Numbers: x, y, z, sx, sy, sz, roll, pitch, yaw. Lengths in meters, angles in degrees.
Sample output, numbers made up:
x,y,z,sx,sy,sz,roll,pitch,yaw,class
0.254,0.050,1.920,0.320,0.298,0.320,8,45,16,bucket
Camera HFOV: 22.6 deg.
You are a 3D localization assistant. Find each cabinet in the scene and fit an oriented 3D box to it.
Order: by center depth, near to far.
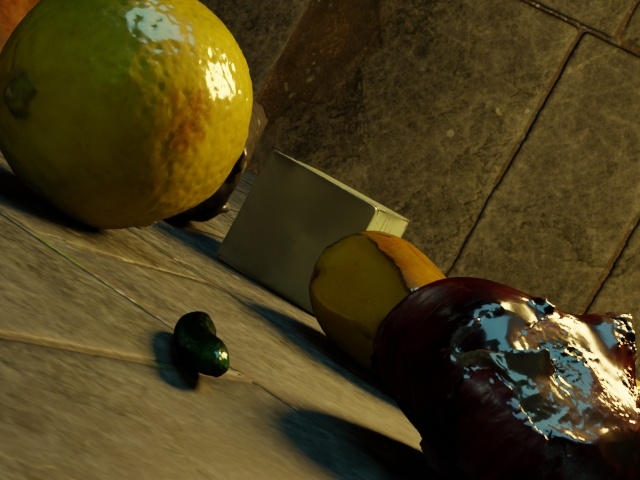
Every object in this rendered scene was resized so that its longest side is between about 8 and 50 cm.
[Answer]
x,y,z,sx,sy,sz,roll,pitch,yaw,class
0.000,0.000,1.933,0.150,0.145,0.206,29,4,16,cabinet

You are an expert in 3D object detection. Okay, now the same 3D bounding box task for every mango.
x,y,z,sx,sy,sz,roll,pitch,yaw,class
0.087,0.085,1.625,0.167,0.130,0.262,33,8,-31,mango

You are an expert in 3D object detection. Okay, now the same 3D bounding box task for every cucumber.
x,y,z,sx,sy,sz,roll,pitch,yaw,class
-0.090,0.075,1.169,0.036,0.033,0.184,7,6,-10,cucumber

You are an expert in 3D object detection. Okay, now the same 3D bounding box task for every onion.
x,y,z,sx,sy,sz,roll,pitch,yaw,class
0.171,0.125,1.237,0.272,0.195,0.272,42,1,-1,onion

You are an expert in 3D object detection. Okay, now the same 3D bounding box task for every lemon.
x,y,z,sx,sy,sz,roll,pitch,yaw,class
-0.191,-0.134,1.550,0.267,0.267,0.267,29,4,-2,lemon

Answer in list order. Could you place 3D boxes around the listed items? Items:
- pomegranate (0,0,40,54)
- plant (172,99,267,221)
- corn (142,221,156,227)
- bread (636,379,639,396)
x,y,z,sx,sy,sz,roll,pitch,yaw,class
-0.363,-0.221,1.800,0.215,0.215,0.215,29,4,-2,pomegranate
-0.173,-0.131,2.050,0.199,0.188,0.276,29,4,-6,plant
-0.219,-0.045,1.748,0.092,0.037,0.037,31,4,-8,corn
0.264,0.182,1.576,0.190,0.132,0.114,37,9,38,bread
